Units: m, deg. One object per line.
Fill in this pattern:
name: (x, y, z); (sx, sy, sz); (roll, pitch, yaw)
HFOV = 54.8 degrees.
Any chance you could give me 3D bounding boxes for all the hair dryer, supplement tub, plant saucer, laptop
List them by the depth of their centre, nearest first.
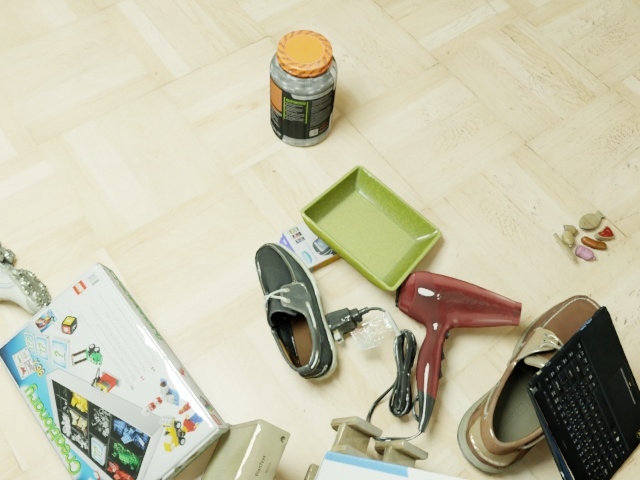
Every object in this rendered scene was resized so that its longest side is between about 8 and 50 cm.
laptop: (0.373, 0.262, 0.785); (0.264, 0.136, 0.234); (-37, 112, -20)
hair dryer: (0.170, 0.154, 0.937); (0.293, 0.080, 0.224); (-27, 69, -2)
plant saucer: (0.079, -0.016, 1.000); (0.188, 0.045, 0.188); (41, 46, 8)
supplement tub: (-0.031, -0.263, 1.078); (0.116, 0.190, 0.117); (2, 61, -4)

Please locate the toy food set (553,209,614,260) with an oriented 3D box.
toy food set: (0.460, -0.003, 1.071); (0.122, 0.019, 0.078); (-19, 64, -23)

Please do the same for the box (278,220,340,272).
box: (0.000, 0.000, 1.029); (0.136, 0.028, 0.081); (-26, 67, -15)

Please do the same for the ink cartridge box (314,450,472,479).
ink cartridge box: (0.152, 0.356, 0.650); (0.307, 0.223, 0.129); (44, 56, -32)

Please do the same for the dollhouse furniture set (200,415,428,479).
dollhouse furniture set: (-0.020, 0.335, 0.806); (0.242, 0.161, 0.212); (31, 61, -12)

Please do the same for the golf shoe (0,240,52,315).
golf shoe: (-0.486, 0.071, 0.944); (0.176, 0.069, 0.086); (38, 85, 19)

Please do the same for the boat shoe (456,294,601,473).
boat shoe: (0.327, 0.197, 0.892); (0.123, 0.116, 0.324); (37, 65, 15)

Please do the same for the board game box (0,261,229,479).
board game box: (-0.292, 0.204, 0.850); (0.193, 0.053, 0.305); (-41, 70, -4)

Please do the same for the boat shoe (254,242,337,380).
boat shoe: (-0.047, 0.097, 0.930); (0.084, 0.079, 0.233); (-35, 62, 21)
